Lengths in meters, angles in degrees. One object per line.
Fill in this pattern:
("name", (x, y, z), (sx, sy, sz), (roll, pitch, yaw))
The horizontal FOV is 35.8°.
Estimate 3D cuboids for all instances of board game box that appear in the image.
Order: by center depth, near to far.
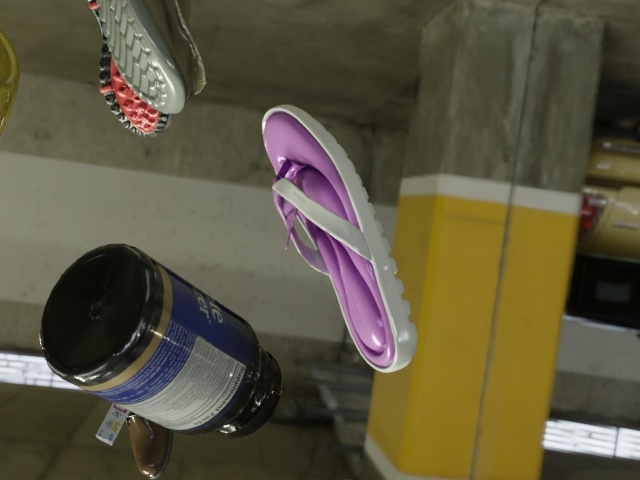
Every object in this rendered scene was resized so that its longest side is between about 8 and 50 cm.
("board game box", (-0.267, 0.212, 1.392), (0.026, 0.154, 0.103), (28, 163, -4))

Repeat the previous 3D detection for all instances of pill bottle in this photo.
("pill bottle", (-0.130, 0.100, 0.874), (0.123, 0.123, 0.219), (8, 160, 36))

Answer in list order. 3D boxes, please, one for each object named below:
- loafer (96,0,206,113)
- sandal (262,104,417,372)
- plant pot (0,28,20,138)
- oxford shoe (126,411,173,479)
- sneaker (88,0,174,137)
("loafer", (-0.130, -0.215, 0.754), (0.087, 0.251, 0.094), (-15, 163, -21))
("sandal", (0.006, -0.007, 1.369), (0.102, 0.416, 0.169), (-20, 164, -31))
("plant pot", (-0.247, -0.099, 0.624), (0.095, 0.134, 0.134), (-32, 162, 24))
("oxford shoe", (-0.304, 0.283, 1.641), (0.083, 0.227, 0.096), (-25, 156, 26))
("sneaker", (-0.227, -0.267, 1.296), (0.104, 0.262, 0.125), (-8, -174, 17))
